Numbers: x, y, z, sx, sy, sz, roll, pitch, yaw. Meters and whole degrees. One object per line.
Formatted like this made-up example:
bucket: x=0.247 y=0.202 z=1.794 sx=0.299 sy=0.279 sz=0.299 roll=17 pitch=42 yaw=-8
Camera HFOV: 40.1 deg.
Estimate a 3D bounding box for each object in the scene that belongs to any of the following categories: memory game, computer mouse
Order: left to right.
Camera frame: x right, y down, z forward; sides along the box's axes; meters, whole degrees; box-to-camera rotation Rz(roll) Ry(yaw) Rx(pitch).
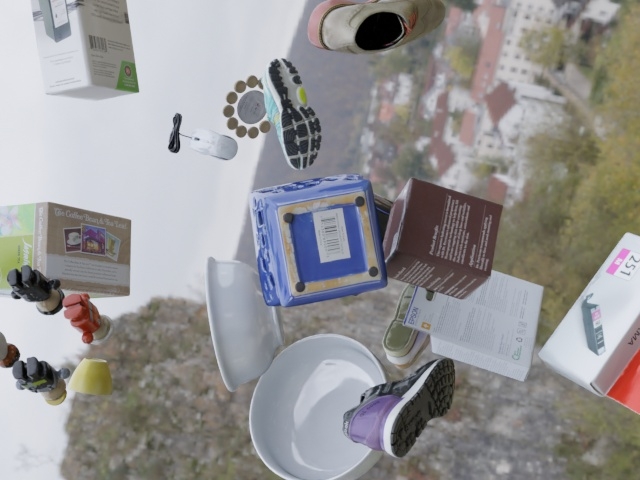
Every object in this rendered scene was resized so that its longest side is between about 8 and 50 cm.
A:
computer mouse: x=-0.309 y=-0.263 z=2.297 sx=0.042 sy=0.192 sz=0.106 roll=25 pitch=-100 yaw=-79
memory game: x=-0.192 y=-0.373 z=2.459 sx=0.012 sy=0.186 sz=0.186 roll=37 pitch=122 yaw=49

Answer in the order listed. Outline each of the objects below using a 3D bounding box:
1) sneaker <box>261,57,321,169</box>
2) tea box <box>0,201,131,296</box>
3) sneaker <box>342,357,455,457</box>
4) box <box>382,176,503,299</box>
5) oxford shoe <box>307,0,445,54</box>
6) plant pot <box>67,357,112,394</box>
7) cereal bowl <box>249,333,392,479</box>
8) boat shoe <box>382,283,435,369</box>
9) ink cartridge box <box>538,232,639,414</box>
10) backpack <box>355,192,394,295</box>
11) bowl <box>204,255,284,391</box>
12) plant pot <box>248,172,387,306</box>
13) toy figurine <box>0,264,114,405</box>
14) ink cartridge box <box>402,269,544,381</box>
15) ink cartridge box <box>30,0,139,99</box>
sneaker: x=-0.075 y=-0.298 z=2.105 sx=0.110 sy=0.107 sz=0.275 roll=-29 pitch=74 yaw=62
tea box: x=-0.720 y=0.036 z=2.292 sx=0.329 sy=0.323 sz=0.220 roll=15 pitch=-108 yaw=-63
sneaker: x=0.138 y=0.270 z=1.531 sx=0.283 sy=0.124 sz=0.107 roll=-24 pitch=-65 yaw=-54
box: x=0.244 y=0.000 z=1.810 sx=0.167 sy=0.203 sz=0.169 roll=118 pitch=168 yaw=-68
oxford shoe: x=0.142 y=-0.415 z=1.713 sx=0.348 sy=0.130 sz=0.123 roll=-23 pitch=-52 yaw=-36
plant pot: x=-0.690 y=0.409 z=2.658 sx=0.134 sy=0.134 sz=0.095 roll=86 pitch=-165 yaw=-87
cereal bowl: x=0.020 y=0.387 z=1.936 sx=0.141 sy=0.338 sz=0.339 roll=48 pitch=-133 yaw=-50
boat shoe: x=0.259 y=0.209 z=2.347 sx=0.302 sy=0.113 sz=0.103 roll=-53 pitch=-38 yaw=-29
ink cartridge box: x=0.527 y=0.136 z=1.438 sx=0.275 sy=0.060 sz=0.239 roll=-52 pitch=31 yaw=-6
backpack: x=0.071 y=-0.006 z=2.179 sx=0.263 sy=0.276 sz=0.213 roll=-59 pitch=18 yaw=18
bowl: x=-0.154 y=0.168 z=1.892 sx=0.298 sy=0.134 sz=0.298 roll=169 pitch=90 yaw=-90
plant pot: x=0.000 y=0.000 z=1.641 sx=0.212 sy=0.235 sz=0.236 roll=-169 pitch=69 yaw=-81
toy figurine: x=-0.516 y=0.175 z=1.626 sx=0.210 sy=0.213 sz=0.148 roll=-59 pitch=-23 yaw=-18
ink cartridge box: x=0.399 y=0.188 z=2.276 sx=0.324 sy=0.330 sz=0.071 roll=-62 pitch=-14 yaw=-49
ink cartridge box: x=-0.483 y=-0.435 z=1.794 sx=0.198 sy=0.114 sz=0.273 roll=-15 pitch=-83 yaw=-72
